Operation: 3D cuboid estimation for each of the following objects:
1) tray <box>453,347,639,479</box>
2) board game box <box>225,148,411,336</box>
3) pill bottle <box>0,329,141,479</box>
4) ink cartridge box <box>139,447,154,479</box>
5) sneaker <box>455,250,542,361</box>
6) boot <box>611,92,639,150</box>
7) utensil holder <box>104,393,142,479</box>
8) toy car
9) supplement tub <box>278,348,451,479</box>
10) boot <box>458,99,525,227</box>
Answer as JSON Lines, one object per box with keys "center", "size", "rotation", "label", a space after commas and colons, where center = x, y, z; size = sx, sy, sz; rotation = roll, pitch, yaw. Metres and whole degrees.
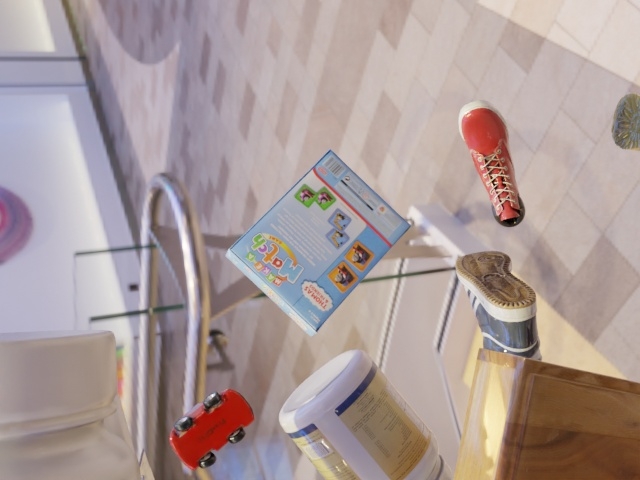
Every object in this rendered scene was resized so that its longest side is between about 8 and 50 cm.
{"center": [0.340, 0.267, 0.935], "size": [0.076, 0.411, 0.202], "rotation": [4, 80, 55], "label": "tray"}
{"center": [0.000, 0.000, 1.031], "size": [0.160, 0.211, 0.039], "rotation": [44, 157, 0], "label": "board game box"}
{"center": [-0.227, 0.248, 0.527], "size": [0.204, 0.204, 0.361], "rotation": [168, 101, -65], "label": "pill bottle"}
{"center": [-0.369, 0.643, 1.600], "size": [0.176, 0.069, 0.371], "rotation": [-93, -5, -64], "label": "ink cartridge box"}
{"center": [0.303, 0.123, 1.292], "size": [0.282, 0.099, 0.153], "rotation": [-99, -3, -72], "label": "sneaker"}
{"center": [0.634, -0.156, 1.204], "size": [0.236, 0.270, 0.089], "rotation": [-100, 22, -69], "label": "boot"}
{"center": [-0.414, 0.440, 1.116], "size": [0.327, 0.328, 0.385], "rotation": [-24, 81, 64], "label": "utensil holder"}
{"center": [-0.214, 0.254, 0.839], "size": [0.053, 0.225, 0.239], "rotation": [-3, 65, 69], "label": "toy car"}
{"center": [0.094, 0.405, 1.521], "size": [0.316, 0.228, 0.228], "rotation": [51, 154, -5], "label": "supplement tub"}
{"center": [0.339, -0.140, 1.455], "size": [0.244, 0.088, 0.176], "rotation": [54, -155, -44], "label": "boot"}
